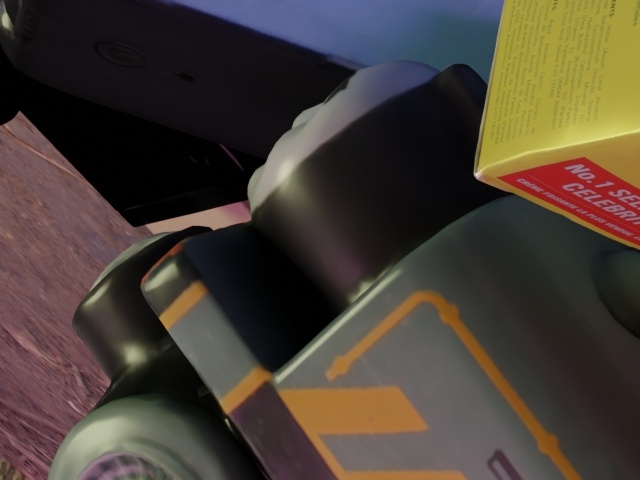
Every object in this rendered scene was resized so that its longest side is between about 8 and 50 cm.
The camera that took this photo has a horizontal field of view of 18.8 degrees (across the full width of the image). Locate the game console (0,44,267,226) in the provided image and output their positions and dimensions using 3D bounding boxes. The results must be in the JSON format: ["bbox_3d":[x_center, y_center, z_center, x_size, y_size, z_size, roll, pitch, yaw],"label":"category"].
[{"bbox_3d":[-0.171,-0.083,0.920,0.213,0.044,0.361,47,153,-18],"label":"game console"}]

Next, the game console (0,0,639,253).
[{"bbox_3d":[0.092,-0.064,0.512,0.342,0.060,0.386,14,163,-10],"label":"game console"}]

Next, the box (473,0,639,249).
[{"bbox_3d":[0.136,-0.040,0.372,0.087,0.058,0.232,22,162,-32],"label":"box"}]

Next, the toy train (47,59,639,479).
[{"bbox_3d":[0.065,0.110,0.531,0.190,0.142,0.334,-43,74,29],"label":"toy train"}]

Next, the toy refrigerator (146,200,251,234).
[{"bbox_3d":[0.000,0.000,0.999,0.269,0.094,0.102,48,152,-23],"label":"toy refrigerator"}]
